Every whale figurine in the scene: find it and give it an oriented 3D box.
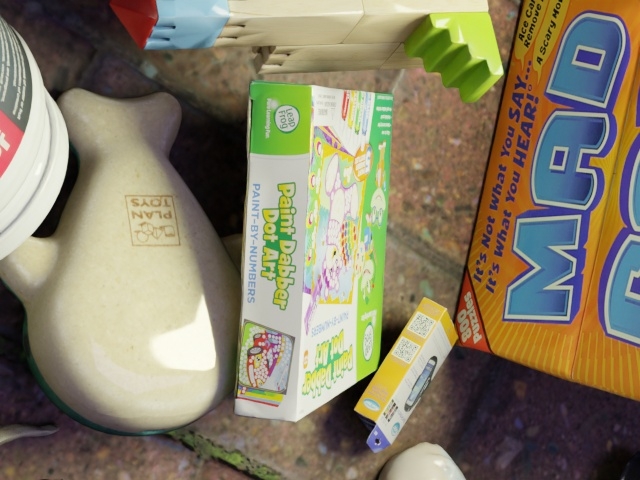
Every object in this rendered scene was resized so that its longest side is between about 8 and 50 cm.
[{"bbox_3d":[-0.153,0.019,1.091,0.216,0.141,0.272,-2,73,-27],"label":"whale figurine"}]

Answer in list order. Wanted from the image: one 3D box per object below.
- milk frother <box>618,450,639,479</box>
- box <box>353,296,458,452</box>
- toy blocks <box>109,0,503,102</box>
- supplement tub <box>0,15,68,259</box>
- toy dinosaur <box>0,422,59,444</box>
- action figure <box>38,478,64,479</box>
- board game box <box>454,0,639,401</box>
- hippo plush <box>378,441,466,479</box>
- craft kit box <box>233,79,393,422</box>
[{"bbox_3d":[0.386,0.249,1.414,0.129,0.135,0.143,25,85,-61],"label":"milk frother"},{"bbox_3d":[0.074,0.125,1.254,0.136,0.028,0.081,-55,157,-12],"label":"box"},{"bbox_3d":[-0.044,-0.269,0.999,0.261,0.191,0.381,-5,74,-22],"label":"toy blocks"},{"bbox_3d":[-0.293,-0.102,0.881,0.191,0.191,0.272,-58,153,-12],"label":"supplement tub"},{"bbox_3d":[-0.299,0.185,1.013,0.268,0.118,0.064,-15,113,-28],"label":"toy dinosaur"},{"bbox_3d":[-0.161,0.324,1.101,0.275,0.141,0.164,51,59,-23],"label":"action figure"},{"bbox_3d":[0.392,-0.025,1.255,0.356,0.356,0.356,12,90,-31],"label":"board game box"},{"bbox_3d":[0.154,0.339,1.229,0.294,0.236,0.234,39,76,-28],"label":"hippo plush"},{"bbox_3d":[0.000,0.000,1.117,0.250,0.061,0.246,-17,113,-73],"label":"craft kit box"}]
